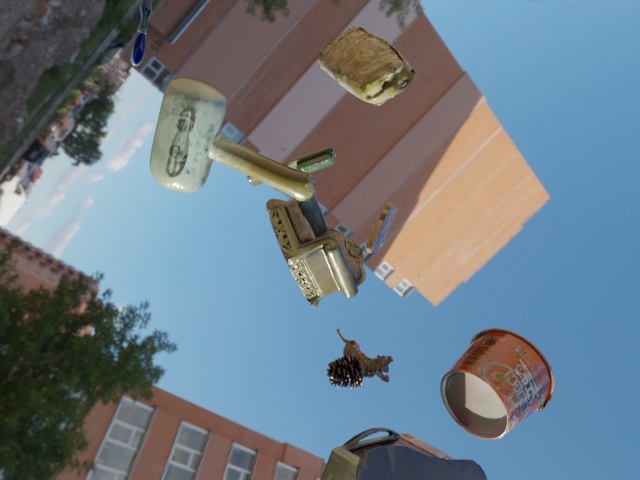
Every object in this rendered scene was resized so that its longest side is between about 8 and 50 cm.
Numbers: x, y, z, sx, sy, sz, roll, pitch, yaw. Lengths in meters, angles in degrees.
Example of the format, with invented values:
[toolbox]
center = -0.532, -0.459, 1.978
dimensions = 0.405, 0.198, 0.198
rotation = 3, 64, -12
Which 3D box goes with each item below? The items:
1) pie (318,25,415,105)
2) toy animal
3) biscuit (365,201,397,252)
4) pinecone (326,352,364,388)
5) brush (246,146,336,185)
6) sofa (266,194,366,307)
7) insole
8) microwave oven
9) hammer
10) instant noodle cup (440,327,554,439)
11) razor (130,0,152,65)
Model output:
[pie]
center = 0.076, -0.347, 0.887
dimensions = 0.128, 0.068, 0.282
rotation = -34, -140, 5
[toy animal]
center = 0.100, 0.336, 1.369
dimensions = 0.114, 0.116, 0.255
rotation = -25, -145, -21
[biscuit]
center = 0.181, -0.035, 1.386
dimensions = 0.035, 0.163, 0.250
rotation = 16, -146, 17
[pinecone]
center = 0.054, 0.288, 1.007
dimensions = 0.083, 0.077, 0.077
rotation = -12, -158, -22
[brush]
center = -0.087, -0.216, 1.407
dimensions = 0.282, 0.054, 0.048
rotation = -16, -119, 13
[sofa]
center = 0.000, 0.000, 1.128
dimensions = 0.181, 0.200, 0.258
rotation = -25, -136, 0
[insole]
center = 0.182, 0.407, 0.771
dimensions = 0.007, 0.327, 0.111
rotation = -30, -131, 45
[microwave oven]
center = 0.187, 0.718, 1.242
dimensions = 0.247, 0.394, 0.333
rotation = 22, -87, 41
[hammer]
center = -0.149, -0.152, 0.835
dimensions = 0.113, 0.305, 0.202
rotation = -72, -177, -66
[instant noodle cup]
center = 0.452, 0.385, 1.217
dimensions = 0.192, 0.251, 0.250
rotation = -24, -167, -37
[razor]
center = -0.332, -0.403, 0.858
dimensions = 0.028, 0.044, 0.155
rotation = 18, -81, 48
